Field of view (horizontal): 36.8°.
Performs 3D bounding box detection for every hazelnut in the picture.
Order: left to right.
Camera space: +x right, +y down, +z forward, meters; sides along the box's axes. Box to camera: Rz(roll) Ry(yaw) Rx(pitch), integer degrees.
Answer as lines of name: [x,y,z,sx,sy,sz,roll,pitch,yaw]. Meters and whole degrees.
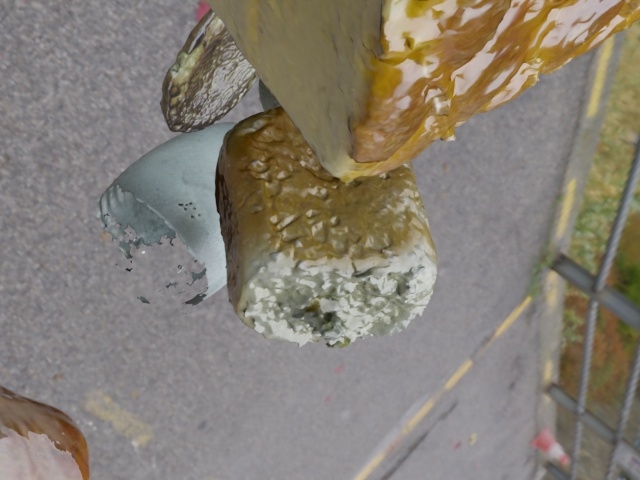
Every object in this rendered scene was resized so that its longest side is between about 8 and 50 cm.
hazelnut: [-0.263,0.184,0.701,0.182,0.182,0.182,-35,147,-26]

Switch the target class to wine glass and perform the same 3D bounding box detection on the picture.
wine glass: [-0.112,-0.081,1.213,0.357,0.190,0.190,-47,153,-30]

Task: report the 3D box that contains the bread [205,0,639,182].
bread: [0.082,-0.203,0.464,0.279,0.207,0.279,-32,165,-18]

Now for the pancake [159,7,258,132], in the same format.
pancake: [-0.093,-0.185,0.962,0.199,0.021,0.199,-48,168,-14]

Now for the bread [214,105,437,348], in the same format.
bread: [0.000,0.000,0.934,0.195,0.246,0.176,-4,141,-7]
